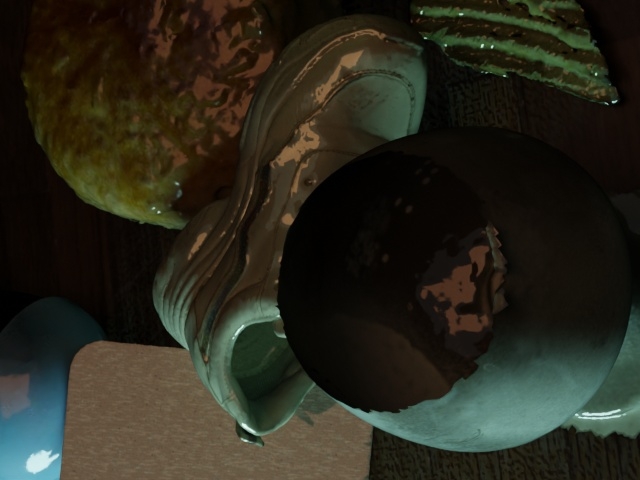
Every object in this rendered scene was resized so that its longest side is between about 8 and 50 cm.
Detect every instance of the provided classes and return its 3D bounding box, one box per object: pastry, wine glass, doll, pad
[{"bbox_3d":[-0.117,-0.159,1.591,0.329,0.136,0.330,-1,88,32],"label":"pastry"},{"bbox_3d":[0.129,0.038,1.304,0.238,0.323,0.238,-1,89,35],"label":"wine glass"},{"bbox_3d":[-0.294,0.118,1.687,0.314,0.141,0.177,25,92,35],"label":"doll"},{"bbox_3d":[-0.089,0.181,1.564,0.266,0.002,0.176,5,90,10],"label":"pad"}]

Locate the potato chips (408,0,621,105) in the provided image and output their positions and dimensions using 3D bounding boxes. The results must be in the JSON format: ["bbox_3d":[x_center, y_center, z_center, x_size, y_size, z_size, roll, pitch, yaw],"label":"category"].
[{"bbox_3d":[0.156,-0.172,1.474,0.207,0.028,0.092,23,101,34],"label":"potato chips"}]

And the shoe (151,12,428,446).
[{"bbox_3d":[0.000,0.000,1.436,0.342,0.132,0.210,-57,35,24],"label":"shoe"}]
